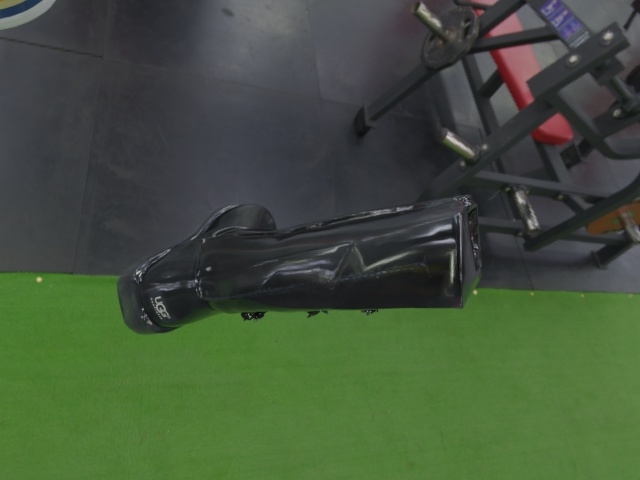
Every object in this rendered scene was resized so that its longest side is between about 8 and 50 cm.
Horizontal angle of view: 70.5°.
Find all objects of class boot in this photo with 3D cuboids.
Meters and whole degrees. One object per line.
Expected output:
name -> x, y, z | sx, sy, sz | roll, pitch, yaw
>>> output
boot -> -0.001, 0.001, 0.648 | 0.146, 0.444, 0.367 | 69, 27, -17

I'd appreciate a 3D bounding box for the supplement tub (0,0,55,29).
supplement tub -> -0.408, -0.405, 0.454 | 0.228, 0.316, 0.229 | 6, 71, -18
